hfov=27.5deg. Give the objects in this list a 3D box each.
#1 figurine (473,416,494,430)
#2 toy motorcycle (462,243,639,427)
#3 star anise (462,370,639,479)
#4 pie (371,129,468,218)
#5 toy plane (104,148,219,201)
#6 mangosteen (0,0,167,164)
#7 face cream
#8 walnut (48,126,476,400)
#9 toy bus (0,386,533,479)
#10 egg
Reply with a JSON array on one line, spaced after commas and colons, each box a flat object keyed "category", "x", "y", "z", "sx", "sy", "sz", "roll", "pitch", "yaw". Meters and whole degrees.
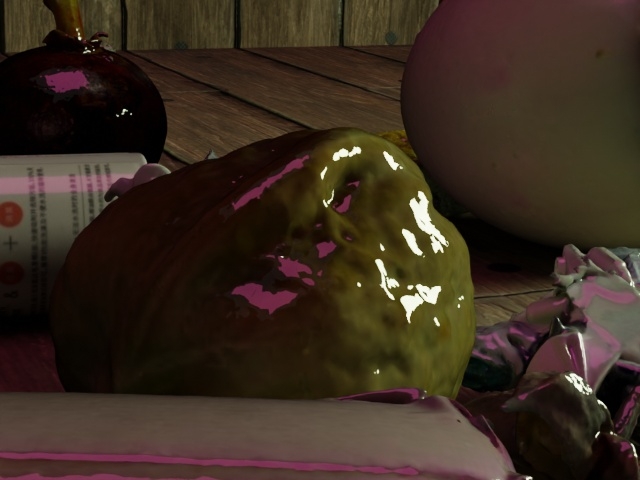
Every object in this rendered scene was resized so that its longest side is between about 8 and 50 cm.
[{"category": "figurine", "x": 0.074, "y": 0.145, "z": 0.713, "sx": 0.094, "sy": 0.086, "sz": 0.082, "roll": -43, "pitch": 35, "yaw": -7}, {"category": "toy motorcycle", "x": 0.188, "y": 0.069, "z": 0.989, "sx": 0.204, "sy": 0.108, "sz": 0.239, "roll": 2, "pitch": 15, "yaw": 1}, {"category": "star anise", "x": 0.213, "y": 0.070, "z": 0.781, "sx": 0.218, "sy": 0.148, "sz": 0.227, "roll": 25, "pitch": 63, "yaw": 34}, {"category": "pie", "x": 0.090, "y": -0.090, "z": 1.668, "sx": 0.302, "sy": 0.067, "sz": 0.302, "roll": 2, "pitch": 14, "yaw": -1}, {"category": "toy plane", "x": -0.057, "y": 0.016, "z": 1.048, "sx": 0.252, "sy": 0.118, "sz": 0.252, "roll": 31, "pitch": -7, "yaw": 4}, {"category": "mangosteen", "x": -0.290, "y": -0.165, "z": 1.523, "sx": 0.235, "sy": 0.261, "sz": 0.235, "roll": 1, "pitch": 13, "yaw": 0}, {"category": "face cream", "x": -0.334, "y": -0.003, "z": 1.127, "sx": 0.369, "sy": 0.145, "sz": 0.145, "roll": -1, "pitch": 15, "yaw": -15}, {"category": "walnut", "x": -0.024, "y": 0.049, "z": 0.796, "sx": 0.227, "sy": 0.283, "sz": 0.283, "roll": 40, "pitch": 31, "yaw": 22}, {"category": "toy bus", "x": -0.082, "y": 0.151, "z": 0.546, "sx": 0.386, "sy": 0.162, "sz": 0.171, "roll": 1, "pitch": 14, "yaw": -4}, {"category": "egg", "x": 0.245, "y": -0.159, "z": 1.434, "sx": 0.339, "sy": 0.354, "sz": 0.354, "roll": -3, "pitch": 10, "yaw": 30}]
